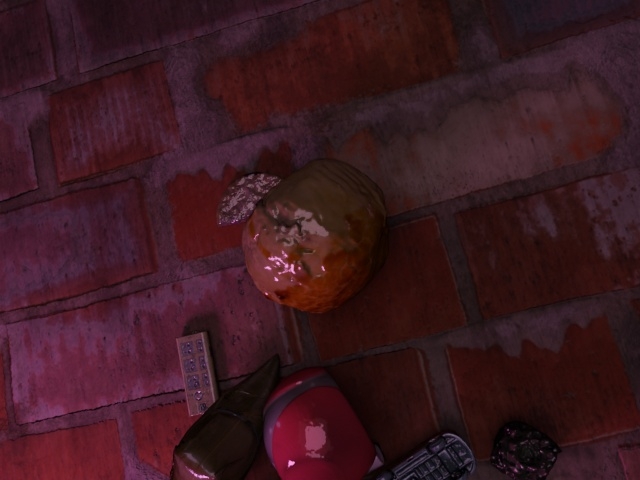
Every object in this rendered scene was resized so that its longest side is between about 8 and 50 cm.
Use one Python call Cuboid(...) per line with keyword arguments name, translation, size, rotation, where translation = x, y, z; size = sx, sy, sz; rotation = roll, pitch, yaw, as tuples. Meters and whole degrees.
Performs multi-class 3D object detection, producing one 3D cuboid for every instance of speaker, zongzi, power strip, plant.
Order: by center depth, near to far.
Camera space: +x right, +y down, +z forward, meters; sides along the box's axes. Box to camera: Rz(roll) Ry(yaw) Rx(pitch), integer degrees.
Cuboid(name="plant", translation=(0.471, 0.494, 1.254), size=(0.129, 0.194, 0.132), rotation=(28, 87, 16))
Cuboid(name="speaker", translation=(-0.005, 0.447, 1.292), size=(0.295, 0.294, 0.293), rotation=(-1, 83, 9))
Cuboid(name="zongzi", translation=(-0.241, 0.525, 1.409), size=(0.174, 0.393, 0.355), rotation=(29, 127, 7))
Cuboid(name="power strip", translation=(-0.330, 0.379, 1.480), size=(0.092, 0.034, 0.267), rotation=(-13, 81, 7))

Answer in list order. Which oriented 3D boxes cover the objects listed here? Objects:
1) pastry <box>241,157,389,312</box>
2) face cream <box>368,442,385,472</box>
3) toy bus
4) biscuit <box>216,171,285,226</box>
Cuboid(name="pastry", translation=(0.000, 0.000, 1.302), size=(0.388, 0.388, 0.312), rotation=(-42, 86, 2))
Cuboid(name="face cream", translation=(0.050, 0.598, 1.384), size=(0.244, 0.058, 0.092), rotation=(-30, 85, 10))
Cuboid(name="toy bus", translation=(0.248, 0.563, 1.318), size=(0.265, 0.120, 0.121), rotation=(-37, 80, 5))
Cuboid(name="biscuit", translation=(-0.182, -0.126, 1.521), size=(0.250, 0.032, 0.133), rotation=(-13, 81, 8))
